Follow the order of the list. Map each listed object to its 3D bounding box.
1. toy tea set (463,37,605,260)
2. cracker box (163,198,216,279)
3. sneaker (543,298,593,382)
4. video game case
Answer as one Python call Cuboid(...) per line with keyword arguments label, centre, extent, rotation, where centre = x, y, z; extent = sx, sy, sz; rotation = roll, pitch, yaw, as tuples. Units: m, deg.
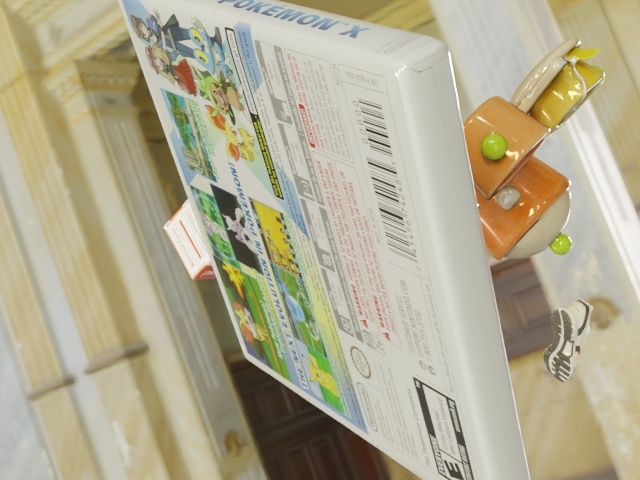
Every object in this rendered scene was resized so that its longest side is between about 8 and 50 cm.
Cuboid(label="toy tea set", centre=(0.141, -0.021, 0.881), extent=(0.336, 0.124, 0.200), rotation=(-38, -13, -43))
Cuboid(label="cracker box", centre=(-0.013, -0.058, 1.008), extent=(0.232, 0.067, 0.155), rotation=(-44, -25, 30))
Cuboid(label="sneaker", centre=(0.270, 0.109, 1.182), extent=(0.043, 0.040, 0.109), rotation=(-27, -40, -28))
Cuboid(label="video game case", centre=(0.000, 0.000, 0.715), extent=(0.036, 0.329, 0.300), rotation=(-33, 35, -25))
